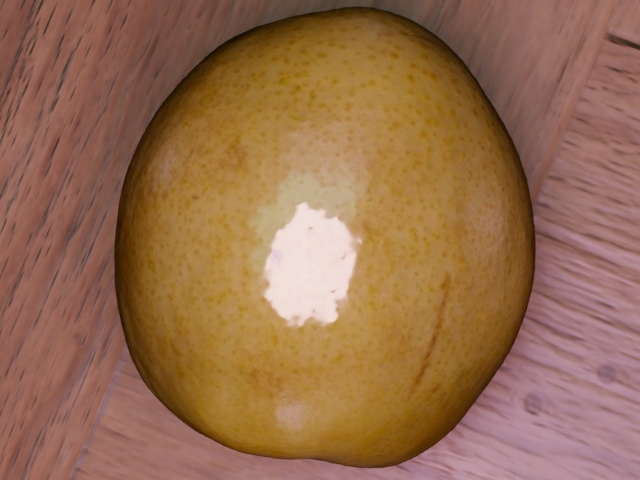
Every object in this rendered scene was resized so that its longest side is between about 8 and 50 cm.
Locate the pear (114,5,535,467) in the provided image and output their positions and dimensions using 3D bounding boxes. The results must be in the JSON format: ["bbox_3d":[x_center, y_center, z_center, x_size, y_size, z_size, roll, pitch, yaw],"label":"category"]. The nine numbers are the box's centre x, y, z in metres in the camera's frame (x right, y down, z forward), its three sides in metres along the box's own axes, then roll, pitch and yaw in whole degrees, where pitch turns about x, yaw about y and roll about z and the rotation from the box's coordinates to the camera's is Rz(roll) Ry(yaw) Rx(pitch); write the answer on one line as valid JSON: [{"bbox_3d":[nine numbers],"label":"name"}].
[{"bbox_3d":[0.000,0.000,1.280,0.314,0.314,0.314,-1,84,8],"label":"pear"}]
